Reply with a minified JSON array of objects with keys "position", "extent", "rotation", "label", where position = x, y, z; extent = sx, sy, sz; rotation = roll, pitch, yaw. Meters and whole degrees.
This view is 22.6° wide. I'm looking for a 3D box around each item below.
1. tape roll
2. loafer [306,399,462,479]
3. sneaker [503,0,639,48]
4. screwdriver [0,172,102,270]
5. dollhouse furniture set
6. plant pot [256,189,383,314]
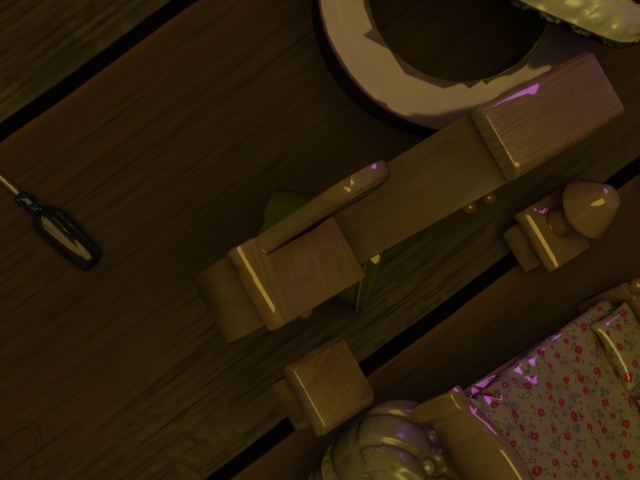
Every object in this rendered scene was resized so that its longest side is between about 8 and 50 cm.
[{"position":[0.089,-0.165,1.078],"extent":[0.189,0.080,0.189],"rotation":[0,90,-5],"label":"tape roll"},{"position":[0.131,0.228,1.082],"extent":[0.319,0.112,0.111],"rotation":[38,127,-10],"label":"loafer"},{"position":[0.090,-0.213,0.983],"extent":[0.271,0.100,0.108],"rotation":[20,103,-10],"label":"sneaker"},{"position":[-0.217,-0.039,1.088],"extent":[0.170,0.024,0.025],"rotation":[38,59,-2],"label":"screwdriver"},{"position":[0.150,0.094,0.959],"extent":[0.303,0.174,0.356],"rotation":[-28,88,-42],"label":"dollhouse furniture set"},{"position":[0.000,0.000,1.079],"extent":[0.079,0.083,0.083],"rotation":[16,89,8],"label":"plant pot"}]
